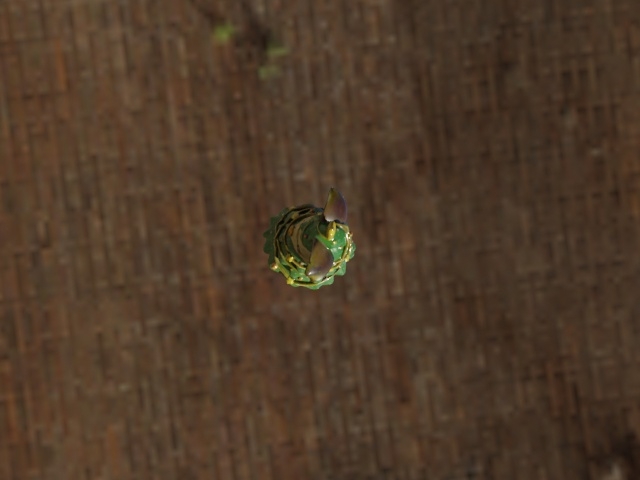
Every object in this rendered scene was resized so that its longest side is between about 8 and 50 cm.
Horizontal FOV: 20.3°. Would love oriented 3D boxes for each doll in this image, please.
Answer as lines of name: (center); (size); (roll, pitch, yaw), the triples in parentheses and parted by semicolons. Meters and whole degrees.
doll: (0.008, 0.004, 1.503); (0.113, 0.077, 0.078); (-5, -114, 63)
